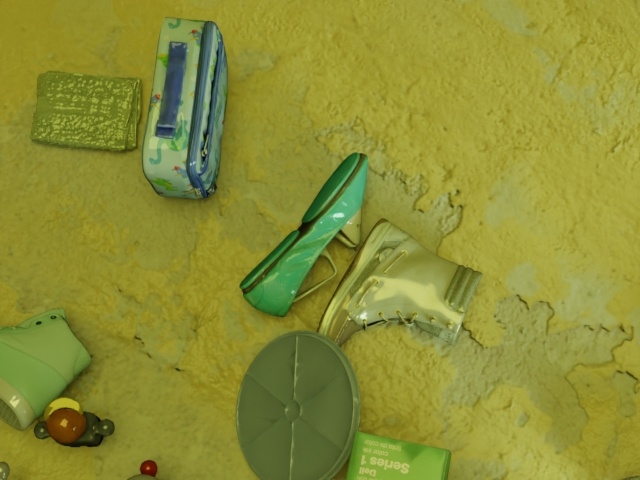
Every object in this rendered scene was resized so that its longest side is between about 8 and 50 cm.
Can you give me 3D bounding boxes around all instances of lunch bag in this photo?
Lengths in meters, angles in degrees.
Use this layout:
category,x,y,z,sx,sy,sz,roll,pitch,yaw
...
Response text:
category,x,y,z,sx,sy,sz,roll,pitch,yaw
lunch bag,-0.174,-0.169,1.698,0.090,0.176,0.219,5,75,4

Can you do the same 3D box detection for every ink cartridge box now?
category,x,y,z,sx,sy,sz,roll,pitch,yaw
ink cartridge box,0.071,0.380,1.535,0.117,0.201,0.278,11,77,6

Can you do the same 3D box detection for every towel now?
category,x,y,z,sx,sy,sz,roll,pitch,yaw
towel,-0.318,-0.175,1.782,0.148,0.027,0.110,4,77,3

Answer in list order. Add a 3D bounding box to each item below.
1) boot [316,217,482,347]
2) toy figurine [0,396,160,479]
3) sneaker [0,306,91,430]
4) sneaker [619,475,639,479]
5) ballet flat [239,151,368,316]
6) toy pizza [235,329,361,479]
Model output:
category,x,y,z,sx,sy,sz,roll,pitch,yaw
boot,0.096,0.098,1.673,0.165,0.077,0.213,28,78,6
toy figurine,-0.303,0.320,1.594,0.213,0.148,0.209,-43,78,-8
sneaker,-0.411,0.126,1.691,0.256,0.094,0.151,34,54,24
sneaker,0.484,0.353,1.577,0.268,0.101,0.153,-2,80,5
ballet flat,0.000,0.000,1.707,0.087,0.083,0.247,42,80,-13
toy pizza,-0.025,0.213,1.628,0.201,0.032,0.201,-10,73,38
